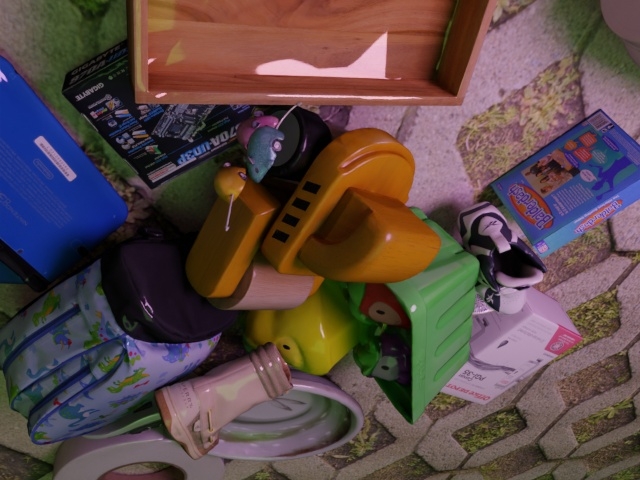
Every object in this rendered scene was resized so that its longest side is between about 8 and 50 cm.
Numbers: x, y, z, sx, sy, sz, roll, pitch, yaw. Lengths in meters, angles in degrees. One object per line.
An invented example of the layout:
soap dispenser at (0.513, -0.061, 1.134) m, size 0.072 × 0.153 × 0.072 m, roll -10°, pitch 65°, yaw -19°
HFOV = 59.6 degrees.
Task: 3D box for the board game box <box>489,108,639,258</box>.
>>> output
board game box at (0.400, -0.091, 0.889) m, size 0.210 × 0.160 × 0.047 m, roll -35°, pitch 133°, yaw 18°

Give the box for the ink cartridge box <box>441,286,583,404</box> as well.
ink cartridge box at (0.383, 0.227, 1.223) m, size 0.207 × 0.117 × 0.283 m, roll 25°, pitch 122°, yaw -34°

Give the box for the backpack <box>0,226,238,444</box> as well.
backpack at (-0.323, 0.152, 0.855) m, size 0.356 × 0.273 × 0.290 m, roll -16°, pitch 173°, yaw 17°

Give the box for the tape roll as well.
tape roll at (-0.423, 0.540, 1.324) m, size 0.393 × 0.072 × 0.391 m, roll -8°, pitch 135°, yaw -8°

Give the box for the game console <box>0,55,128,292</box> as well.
game console at (-0.457, -0.078, 0.743) m, size 0.250 × 0.173 × 0.293 m, roll -44°, pitch 138°, yaw -17°

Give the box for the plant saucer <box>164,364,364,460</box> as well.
plant saucer at (-0.113, 0.346, 1.161) m, size 0.401 × 0.100 × 0.400 m, roll -2°, pitch 140°, yaw -2°

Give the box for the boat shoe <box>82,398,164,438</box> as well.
boat shoe at (-0.385, 0.370, 1.171) m, size 0.229 × 0.080 × 0.076 m, roll -17°, pitch 134°, yaw -10°

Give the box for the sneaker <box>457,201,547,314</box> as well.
sneaker at (0.304, 0.063, 0.907) m, size 0.094 × 0.153 × 0.234 m, roll -19°, pitch 120°, yaw 3°

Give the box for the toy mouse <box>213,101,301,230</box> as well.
toy mouse at (-0.076, -0.111, 0.637) m, size 0.031 × 0.161 × 0.143 m, roll 30°, pitch 120°, yaw -26°

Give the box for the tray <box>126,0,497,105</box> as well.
tray at (0.002, -0.259, 0.623) m, size 0.412 × 0.076 × 0.202 m, roll -6°, pitch 129°, yaw -23°

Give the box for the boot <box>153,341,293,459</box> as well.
boot at (-0.143, 0.261, 0.919) m, size 0.204 × 0.095 × 0.261 m, roll -25°, pitch 151°, yaw -13°

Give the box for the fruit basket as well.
fruit basket at (0.060, 0.149, 0.972) m, size 0.393 × 0.283 × 0.391 m, roll -21°, pitch 136°, yaw -22°

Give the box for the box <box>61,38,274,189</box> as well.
box at (-0.176, -0.181, 0.707) m, size 0.221 × 0.051 × 0.175 m, roll -26°, pitch 134°, yaw 9°

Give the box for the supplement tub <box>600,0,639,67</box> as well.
supplement tub at (0.540, -0.282, 0.689) m, size 0.332 × 0.241 × 0.241 m, roll 14°, pitch 128°, yaw -28°

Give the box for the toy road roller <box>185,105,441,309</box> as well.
toy road roller at (0.000, 0.000, 0.744) m, size 0.203 × 0.240 × 0.329 m, roll 8°, pitch 122°, yaw -49°

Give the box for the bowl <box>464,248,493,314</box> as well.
bowl at (0.310, 0.057, 1.062) m, size 0.170 × 0.080 × 0.170 m, roll -9°, pitch 135°, yaw -9°
